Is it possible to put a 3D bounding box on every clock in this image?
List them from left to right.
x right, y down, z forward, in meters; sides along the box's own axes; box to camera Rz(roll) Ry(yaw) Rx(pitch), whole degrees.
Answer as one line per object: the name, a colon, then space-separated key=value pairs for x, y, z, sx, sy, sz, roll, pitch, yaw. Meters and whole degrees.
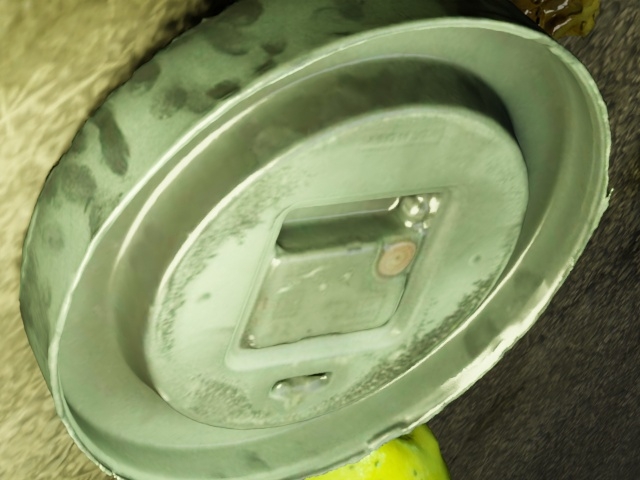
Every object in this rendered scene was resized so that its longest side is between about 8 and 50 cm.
clock: x=0.001 y=0.000 z=0.960 sx=0.313 sy=0.061 sz=0.312 roll=-21 pitch=141 yaw=-18

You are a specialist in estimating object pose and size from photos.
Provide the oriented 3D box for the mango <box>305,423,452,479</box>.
mango: x=-0.071 y=0.244 z=1.199 sx=0.382 sy=0.201 sz=0.225 roll=-48 pitch=171 yaw=2

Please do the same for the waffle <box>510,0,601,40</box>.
waffle: x=0.138 y=-0.185 z=1.093 sx=0.291 sy=0.051 sz=0.291 roll=-41 pitch=159 yaw=-20
